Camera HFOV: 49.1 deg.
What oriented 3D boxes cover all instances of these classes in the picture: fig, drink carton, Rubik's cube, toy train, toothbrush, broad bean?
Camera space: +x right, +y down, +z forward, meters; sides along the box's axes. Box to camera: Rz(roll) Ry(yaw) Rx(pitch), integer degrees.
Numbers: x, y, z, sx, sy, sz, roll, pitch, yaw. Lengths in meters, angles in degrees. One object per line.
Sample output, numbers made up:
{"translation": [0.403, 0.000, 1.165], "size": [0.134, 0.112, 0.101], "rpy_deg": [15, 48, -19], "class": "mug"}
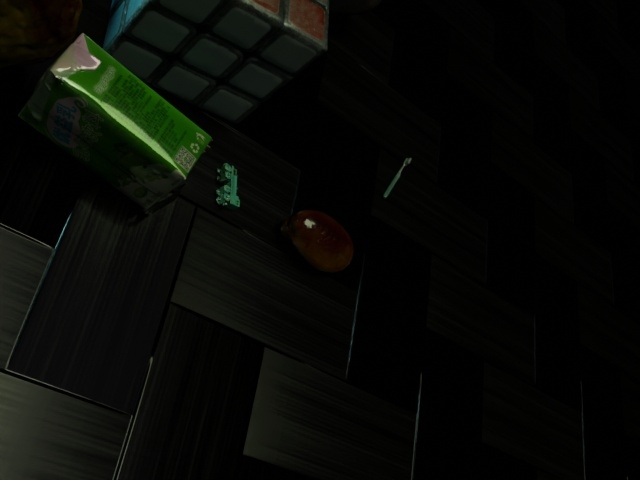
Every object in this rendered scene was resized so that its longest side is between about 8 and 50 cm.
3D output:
{"translation": [-0.543, -0.321, 0.987], "size": [0.369, 0.286, 0.286], "rpy_deg": [-41, 102, -7], "class": "fig"}
{"translation": [-0.325, -0.180, 1.130], "size": [0.271, 0.161, 0.108], "rpy_deg": [38, 50, -23], "class": "drink carton"}
{"translation": [-0.185, -0.446, 1.281], "size": [0.304, 0.301, 0.305], "rpy_deg": [23, 56, -33], "class": "Rubik's cube"}
{"translation": [-0.173, -0.103, 1.325], "size": [0.045, 0.029, 0.092], "rpy_deg": [24, 55, -41], "class": "toy train"}
{"translation": [0.183, -0.150, 1.671], "size": [0.011, 0.014, 0.167], "rpy_deg": [54, 45, -21], "class": "toothbrush"}
{"translation": [0.000, 0.000, 1.395], "size": [0.165, 0.084, 0.114], "rpy_deg": [44, 64, -26], "class": "broad bean"}

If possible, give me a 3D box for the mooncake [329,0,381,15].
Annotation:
{"translation": [0.064, -0.655, 1.650], "size": [0.244, 0.245, 0.133], "rpy_deg": [56, 42, -7], "class": "mooncake"}
